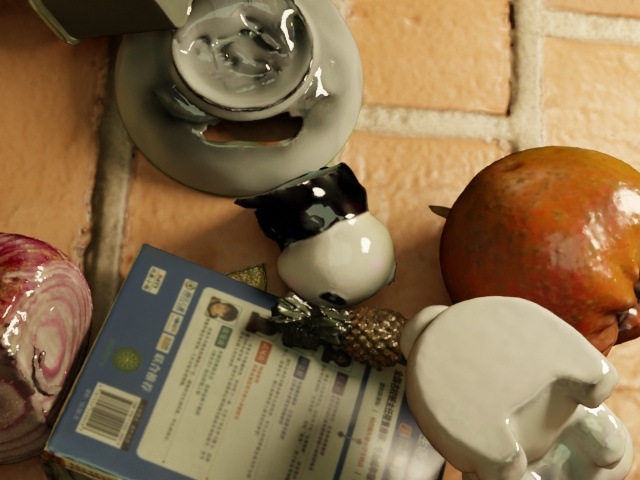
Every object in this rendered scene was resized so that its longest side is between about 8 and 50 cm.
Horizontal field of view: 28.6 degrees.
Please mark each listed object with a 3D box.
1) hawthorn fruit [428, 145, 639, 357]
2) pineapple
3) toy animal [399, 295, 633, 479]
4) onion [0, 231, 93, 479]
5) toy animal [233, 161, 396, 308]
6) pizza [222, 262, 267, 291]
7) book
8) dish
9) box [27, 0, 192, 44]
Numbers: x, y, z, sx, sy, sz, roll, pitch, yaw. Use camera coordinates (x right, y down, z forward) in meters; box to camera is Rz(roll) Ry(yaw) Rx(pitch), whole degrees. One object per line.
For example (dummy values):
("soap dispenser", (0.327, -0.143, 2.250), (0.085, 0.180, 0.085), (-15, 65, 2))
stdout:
("hawthorn fruit", (0.255, 0.008, 1.474), (0.298, 0.277, 0.277), (27, 71, 29))
("pineapple", (0.020, 0.101, 1.451), (0.159, 0.074, 0.074), (12, 73, -6))
("toy animal", (0.211, 0.218, 1.357), (0.196, 0.367, 0.241), (-38, 42, -10))
("onion", (-0.387, 0.108, 1.400), (0.256, 0.272, 0.230), (6, 47, -10))
("toy animal", (0.000, 0.000, 1.508), (0.166, 0.138, 0.179), (-27, 87, -24))
("pizza", (-0.121, 0.072, 1.528), (0.109, 0.026, 0.123), (20, 73, -5))
("book", (-0.058, 0.197, 1.424), (0.428, 0.039, 0.300), (23, 52, -3))
("dish", (-0.100, -0.225, 1.568), (0.324, 0.124, 0.324), (1, 73, -5))
("box", (-0.229, -0.376, 1.553), (0.178, 0.138, 0.274), (3, 64, 28))
